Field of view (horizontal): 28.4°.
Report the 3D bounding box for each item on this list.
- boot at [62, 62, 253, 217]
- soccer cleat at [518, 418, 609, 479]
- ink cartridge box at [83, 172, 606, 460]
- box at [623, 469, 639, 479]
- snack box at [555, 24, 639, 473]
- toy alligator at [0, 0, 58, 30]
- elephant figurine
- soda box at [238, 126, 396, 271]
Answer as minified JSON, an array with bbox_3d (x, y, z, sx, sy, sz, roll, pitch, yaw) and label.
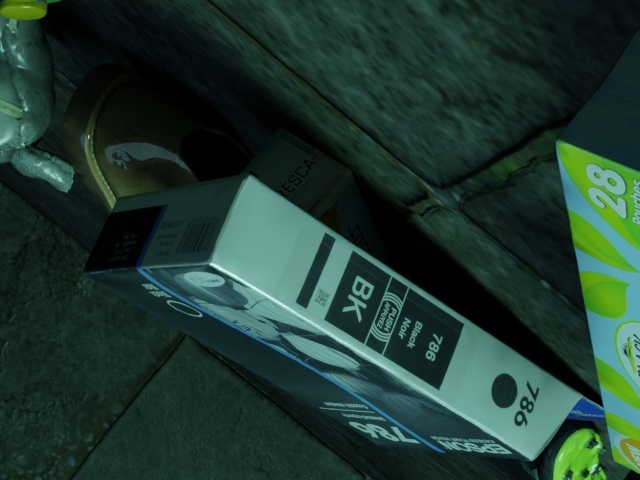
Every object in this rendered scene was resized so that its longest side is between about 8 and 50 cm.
[{"bbox_3d":[-0.095,-0.016,1.003,0.115,0.112,0.305,22,161,22],"label":"boot"},{"bbox_3d":[0.175,0.163,0.952,0.072,0.060,0.179,35,171,24],"label":"soccer cleat"},{"bbox_3d":[0.026,0.070,0.810,0.333,0.065,0.165,32,159,-28],"label":"ink cartridge box"},{"bbox_3d":[0.234,0.182,0.546,0.203,0.167,0.168,46,167,-33],"label":"box"},{"bbox_3d":[0.168,0.039,0.370,0.174,0.070,0.207,27,157,30],"label":"snack box"},{"bbox_3d":[-0.172,-0.164,0.780,0.051,0.056,0.190,-1,174,-10],"label":"toy alligator"},{"bbox_3d":[-0.287,-0.158,0.984,0.169,0.186,0.239,2,-165,-21],"label":"elephant figurine"},{"bbox_3d":[0.000,0.000,0.856,0.063,0.058,0.183,33,167,25],"label":"soda box"}]
